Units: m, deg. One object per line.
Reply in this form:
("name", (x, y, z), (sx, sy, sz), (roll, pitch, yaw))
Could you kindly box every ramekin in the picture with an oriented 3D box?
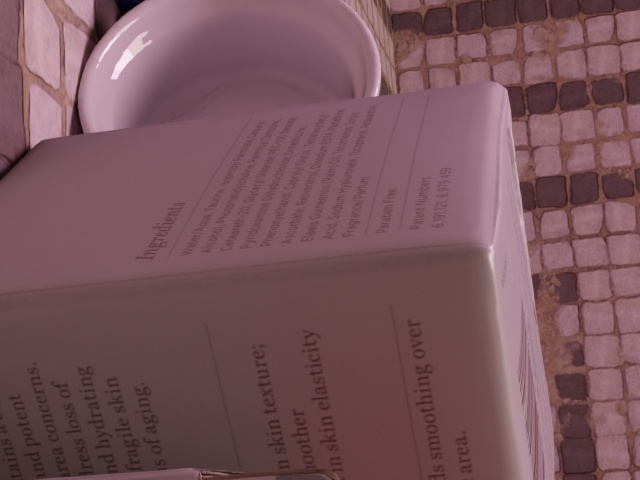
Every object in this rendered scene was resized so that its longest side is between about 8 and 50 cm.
("ramekin", (-0.078, -0.110, 1.221), (0.135, 0.277, 0.277), (82, 9, -54))

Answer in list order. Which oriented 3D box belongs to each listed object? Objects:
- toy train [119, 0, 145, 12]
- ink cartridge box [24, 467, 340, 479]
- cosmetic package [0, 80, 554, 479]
("toy train", (-0.071, -0.233, 1.353), (0.248, 0.143, 0.105), (29, 50, -30))
("ink cartridge box", (-0.099, 0.278, 0.664), (0.130, 0.272, 0.309), (43, 43, -73))
("cosmetic package", (-0.041, 0.103, 0.945), (0.327, 0.394, 0.329), (-71, 153, -64))
